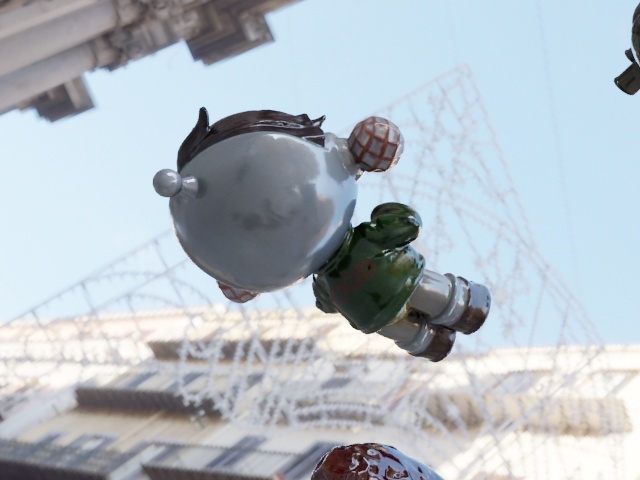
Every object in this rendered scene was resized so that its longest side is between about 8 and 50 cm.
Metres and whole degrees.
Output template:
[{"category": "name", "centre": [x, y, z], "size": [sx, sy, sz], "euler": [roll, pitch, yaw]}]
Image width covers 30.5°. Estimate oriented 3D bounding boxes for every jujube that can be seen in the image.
[{"category": "jujube", "centre": [0.042, 0.173, 0.761], "size": [0.077, 0.077, 0.129], "euler": [7, -23, 47]}]

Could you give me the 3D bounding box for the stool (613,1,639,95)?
[{"category": "stool", "centre": [0.370, -0.202, 1.195], "size": [0.139, 0.228, 0.153], "euler": [-56, -134, 38]}]

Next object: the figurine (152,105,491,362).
[{"category": "figurine", "centre": [0.000, 0.000, 1.172], "size": [0.370, 0.167, 0.281], "euler": [32, -54, -21]}]
